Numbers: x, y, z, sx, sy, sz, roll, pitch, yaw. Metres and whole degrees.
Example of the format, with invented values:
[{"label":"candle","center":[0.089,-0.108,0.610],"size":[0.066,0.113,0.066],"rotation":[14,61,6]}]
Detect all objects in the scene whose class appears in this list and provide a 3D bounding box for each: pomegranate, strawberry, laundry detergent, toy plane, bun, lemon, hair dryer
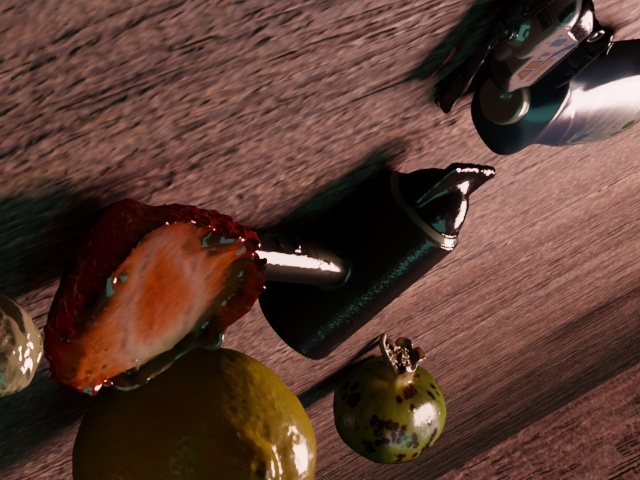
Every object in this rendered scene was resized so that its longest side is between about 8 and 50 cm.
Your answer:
[{"label":"pomegranate","center":[0.075,0.162,1.869],"size":[0.122,0.122,0.161],"rotation":[-22,133,-37]},{"label":"strawberry","center":[-0.110,0.024,1.067],"size":[0.146,0.082,0.187],"rotation":[-34,160,-19]},{"label":"laundry detergent","center":[0.171,-0.103,1.274],"size":[0.096,0.061,0.206],"rotation":[-33,167,33]},{"label":"toy plane","center":[0.151,-0.144,1.124],"size":[0.078,0.053,0.197],"rotation":[-10,159,-36]},{"label":"bun","center":[-0.212,0.061,0.989],"size":[0.115,0.069,0.115],"rotation":[-13,174,-1]},{"label":"lemon","center":[-0.101,0.170,1.374],"size":[0.184,0.184,0.248],"rotation":[-27,-178,-23]},{"label":"hair dryer","center":[0.000,0.000,1.258],"size":[0.195,0.078,0.248],"rotation":[-41,158,24]}]
